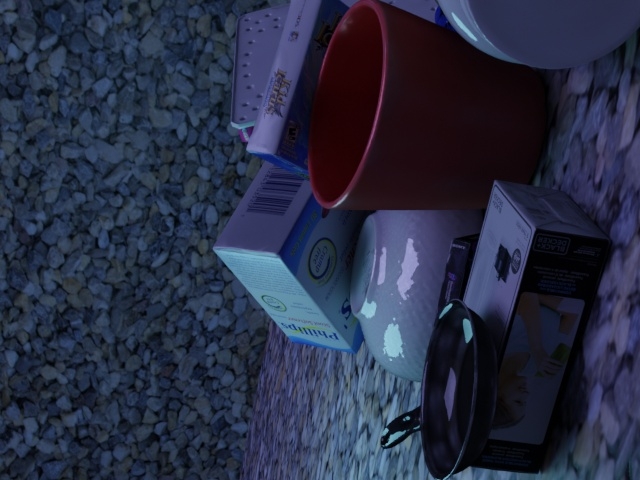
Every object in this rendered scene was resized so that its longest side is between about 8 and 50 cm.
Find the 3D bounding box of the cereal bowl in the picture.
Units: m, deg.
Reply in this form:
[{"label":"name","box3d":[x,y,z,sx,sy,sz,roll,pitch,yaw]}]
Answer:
[{"label":"cereal bowl","box3d":[0.132,0.047,1.641,0.339,0.141,0.339,-170,90,-81]}]

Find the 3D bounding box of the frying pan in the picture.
[{"label":"frying pan","box3d":[0.135,0.209,1.201,0.197,0.053,0.326,-92,13,-47]}]

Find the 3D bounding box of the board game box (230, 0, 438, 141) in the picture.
[{"label":"board game box","box3d":[0.041,-0.330,1.865,0.390,0.389,0.050,-93,-11,-51]}]

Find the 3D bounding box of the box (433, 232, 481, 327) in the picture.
[{"label":"box","box3d":[0.192,0.050,1.359,0.162,0.029,0.116,-9,-69,-66]}]

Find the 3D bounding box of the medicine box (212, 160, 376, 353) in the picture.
[{"label":"medicine box","box3d":[0.000,0.000,1.788,0.289,0.149,0.263,53,-125,-42]}]

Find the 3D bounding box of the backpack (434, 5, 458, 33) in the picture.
[{"label":"backpack","box3d":[0.220,-0.329,1.577,0.120,0.098,0.101,121,152,-65]}]

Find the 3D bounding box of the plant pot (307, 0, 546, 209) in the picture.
[{"label":"plant pot","box3d":[0.139,-0.156,1.378,0.275,0.243,0.275,-172,90,-71]}]

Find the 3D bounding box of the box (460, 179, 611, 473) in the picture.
[{"label":"box","box3d":[0.222,0.096,1.207,0.169,0.087,0.290,-107,28,-69]}]

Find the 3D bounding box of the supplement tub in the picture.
[{"label":"supplement tub","box3d":[0.219,-0.328,1.151,0.325,0.235,0.235,-101,21,-63]}]

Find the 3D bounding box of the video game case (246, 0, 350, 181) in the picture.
[{"label":"video game case","box3d":[0.026,-0.204,1.562,0.061,0.269,0.244,11,84,36]}]
